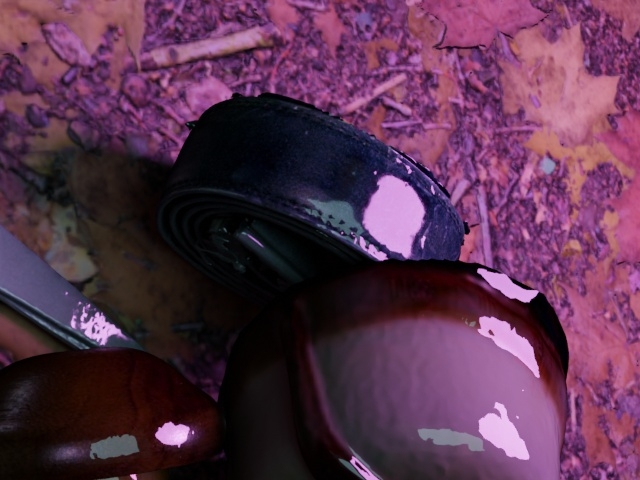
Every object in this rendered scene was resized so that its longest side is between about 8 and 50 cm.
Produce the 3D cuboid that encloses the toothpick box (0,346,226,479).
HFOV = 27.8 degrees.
[{"bbox_3d":[-0.150,0.219,0.863,0.192,0.192,0.294,-5,89,-37],"label":"toothpick box"}]

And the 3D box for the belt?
[{"bbox_3d":[0.000,0.000,1.000,0.267,0.206,0.116,34,64,-28],"label":"belt"}]

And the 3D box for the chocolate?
[{"bbox_3d":[0.059,0.168,0.926,0.283,0.283,0.186,23,38,-30],"label":"chocolate"}]

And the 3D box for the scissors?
[{"bbox_3d":[-0.274,-0.020,0.914,0.447,0.029,0.193,41,60,-22],"label":"scissors"}]
